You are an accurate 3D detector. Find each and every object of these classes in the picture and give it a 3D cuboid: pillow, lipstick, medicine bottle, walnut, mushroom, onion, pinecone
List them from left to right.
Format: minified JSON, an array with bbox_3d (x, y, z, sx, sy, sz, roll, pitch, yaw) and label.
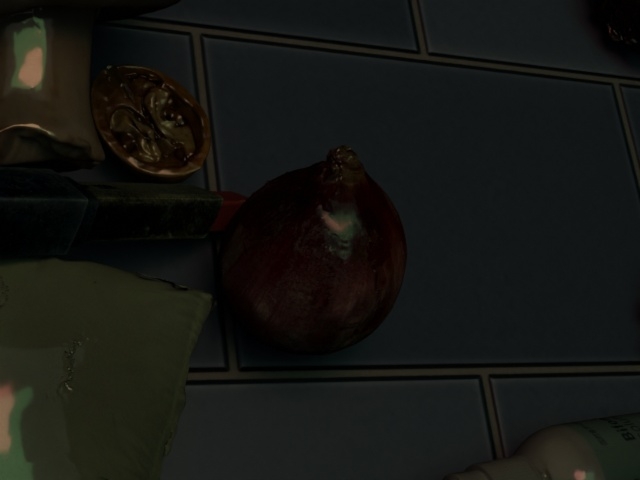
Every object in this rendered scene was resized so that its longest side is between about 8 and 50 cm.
[{"bbox_3d":[-0.244,0.123,0.813,0.312,0.119,0.310,19,62,-16],"label":"pillow"},{"bbox_3d":[-0.230,-0.194,0.892,0.297,0.297,0.290,-9,99,-30],"label":"mushroom"},{"bbox_3d":[-0.161,-0.022,0.902,0.051,0.051,0.312,33,19,29],"label":"lipstick"},{"bbox_3d":[-0.149,-0.093,0.997,0.091,0.052,0.121,-36,80,-31],"label":"walnut"},{"bbox_3d":[0.000,0.000,0.948,0.159,0.195,0.160,11,44,-11],"label":"onion"},{"bbox_3d":[0.231,0.213,1.020,0.351,0.110,0.110,-3,70,-28],"label":"medicine bottle"},{"bbox_3d":[0.375,-0.278,1.303,0.140,0.140,0.121,49,37,0],"label":"pinecone"}]
